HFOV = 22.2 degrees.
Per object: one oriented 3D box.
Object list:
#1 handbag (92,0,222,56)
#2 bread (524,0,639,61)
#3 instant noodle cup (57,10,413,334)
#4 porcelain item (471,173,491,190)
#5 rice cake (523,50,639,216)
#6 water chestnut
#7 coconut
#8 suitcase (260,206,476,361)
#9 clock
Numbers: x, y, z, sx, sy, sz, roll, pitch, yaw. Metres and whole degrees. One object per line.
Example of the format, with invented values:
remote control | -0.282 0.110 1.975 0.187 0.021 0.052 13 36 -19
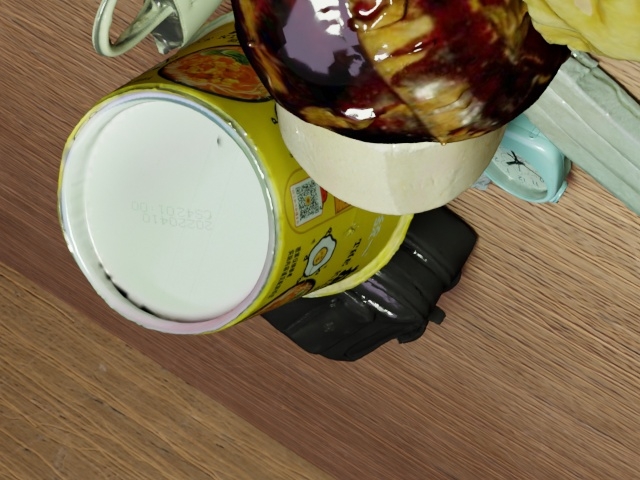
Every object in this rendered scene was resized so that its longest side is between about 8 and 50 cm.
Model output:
handbag | -0.095 -0.272 1.271 0.109 0.315 0.241 34 160 17
bread | 0.237 -0.216 1.002 0.252 0.196 0.238 25 161 40
instant noodle cup | -0.093 -0.060 1.634 0.326 0.254 0.325 9 110 26
porcelain item | 0.150 -0.072 1.737 0.036 0.028 0.083 31 168 -40
rice cake | 0.276 -0.082 1.471 0.211 0.038 0.124 39 161 -4
water chestnut | 0.078 -0.209 1.190 0.300 0.300 0.300 33 161 13
coconut | 0.063 -0.143 1.451 0.241 0.241 0.241 33 161 13
suitcase | 0.000 0.000 1.972 0.339 0.188 0.345 34 160 -6
clock | 0.198 -0.079 1.606 0.108 0.045 0.147 29 160 26
